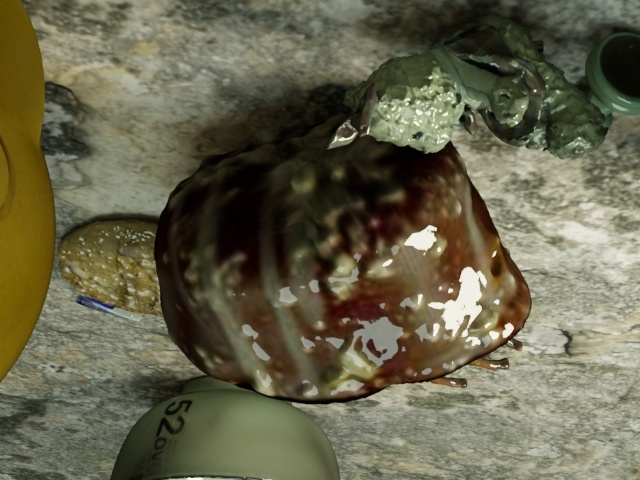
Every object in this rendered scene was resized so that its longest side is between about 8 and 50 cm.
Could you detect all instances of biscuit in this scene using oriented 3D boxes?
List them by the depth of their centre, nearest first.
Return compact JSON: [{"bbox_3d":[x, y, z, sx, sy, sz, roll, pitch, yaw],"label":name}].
[{"bbox_3d":[-0.198,0.037,1.159,0.220,0.033,0.220,4,149,2],"label":"biscuit"}]

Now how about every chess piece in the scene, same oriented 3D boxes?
[{"bbox_3d":[0.232,-0.117,0.816,0.067,0.067,0.103,8,160,-9],"label":"chess piece"}]

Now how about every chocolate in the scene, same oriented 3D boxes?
[{"bbox_3d":[0.000,0.000,0.898,0.340,0.225,0.210,-9,136,20],"label":"chocolate"}]

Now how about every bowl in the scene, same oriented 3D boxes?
[{"bbox_3d":[-0.134,0.318,1.494,0.354,0.185,0.354,2,151,1],"label":"bowl"}]

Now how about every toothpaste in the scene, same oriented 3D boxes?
[{"bbox_3d":[-0.270,0.087,1.276,0.083,0.015,0.024,17,149,-12],"label":"toothpaste"}]

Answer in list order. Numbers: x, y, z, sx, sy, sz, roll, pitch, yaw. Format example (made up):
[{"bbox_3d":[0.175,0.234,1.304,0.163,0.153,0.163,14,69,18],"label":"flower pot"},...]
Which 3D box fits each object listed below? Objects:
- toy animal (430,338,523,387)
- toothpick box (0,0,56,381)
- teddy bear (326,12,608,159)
[{"bbox_3d":[0.155,0.102,1.206,0.230,0.066,0.224,27,143,-27],"label":"toy animal"},{"bbox_3d":[-0.416,-0.005,0.736,0.425,0.409,0.409,-24,141,30],"label":"toothpick box"},{"bbox_3d":[0.113,-0.120,0.765,0.213,0.111,0.133,1,-173,-19],"label":"teddy bear"}]
